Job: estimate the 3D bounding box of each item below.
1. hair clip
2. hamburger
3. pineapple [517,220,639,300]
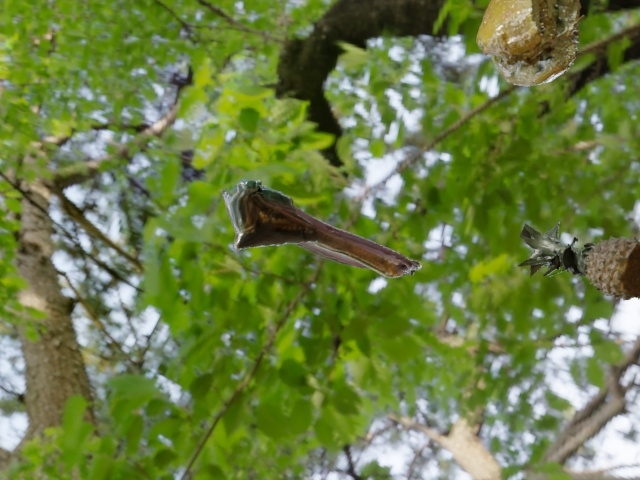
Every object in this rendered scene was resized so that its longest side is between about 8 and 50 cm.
[{"bbox_3d":[-0.002,0.000,1.437,0.110,0.095,0.359,-40,-35,27],"label":"hair clip"},{"bbox_3d":[0.343,-0.355,1.742,0.144,0.156,0.283,40,-138,-19],"label":"hamburger"},{"bbox_3d":[0.482,0.029,1.923,0.130,0.277,0.119,-51,-60,-15],"label":"pineapple"}]
